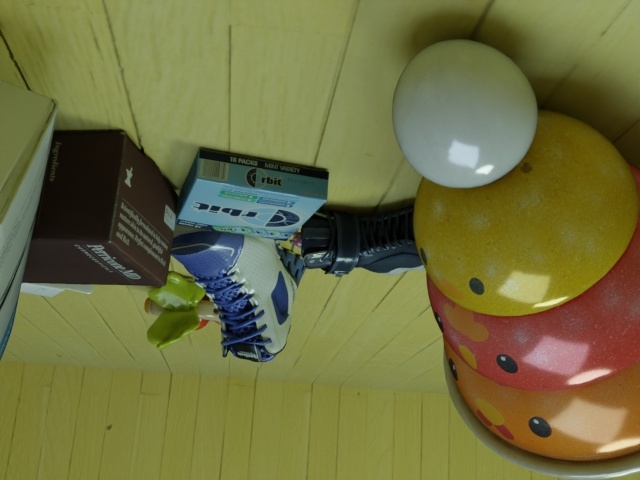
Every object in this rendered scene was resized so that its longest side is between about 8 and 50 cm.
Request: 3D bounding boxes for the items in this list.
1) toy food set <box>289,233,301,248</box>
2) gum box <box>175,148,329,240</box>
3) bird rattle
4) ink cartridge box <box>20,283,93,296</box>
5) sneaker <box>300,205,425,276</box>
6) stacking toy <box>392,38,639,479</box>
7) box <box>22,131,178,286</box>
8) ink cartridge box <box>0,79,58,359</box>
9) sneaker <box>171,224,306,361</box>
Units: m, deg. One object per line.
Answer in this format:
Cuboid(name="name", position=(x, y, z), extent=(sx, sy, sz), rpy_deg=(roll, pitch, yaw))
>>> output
Cuboid(name="toy food set", position=(0.000, 0.000, 1.197), extent=(0.078, 0.019, 0.122), rpy_deg=(10, 162, -20))
Cuboid(name="gum box", position=(-0.092, -0.051, 1.015), extent=(0.157, 0.041, 0.184), rpy_deg=(8, 163, -16))
Cuboid(name="bird rattle", position=(-0.227, 0.129, 1.571), extent=(0.253, 0.143, 0.207), rpy_deg=(1, 180, -39))
Cuboid(name="ink cartridge box", position=(-0.426, 0.013, 1.166), extent=(0.198, 0.115, 0.067), rpy_deg=(15, 159, -31))
Cuboid(name="sneaker", position=(0.064, -0.007, 1.054), extent=(0.163, 0.086, 0.226), rpy_deg=(10, 161, -21))
Cuboid(name="stacking toy", position=(0.199, -0.011, 0.790), extent=(0.350, 0.350, 0.480), rpy_deg=(-9, 141, 34))
Cuboid(name="box", position=(-0.387, -0.032, 0.981), extent=(0.381, 0.143, 0.191), rpy_deg=(-1, 161, 9))
Cuboid(name="ink cartridge box", position=(-0.431, 0.002, 0.757), extent=(0.285, 0.166, 0.395), rpy_deg=(20, 137, -13))
Cuboid(name="sneaker", position=(-0.111, 0.086, 1.224), extent=(0.127, 0.182, 0.315), rpy_deg=(-5, 161, 23))
